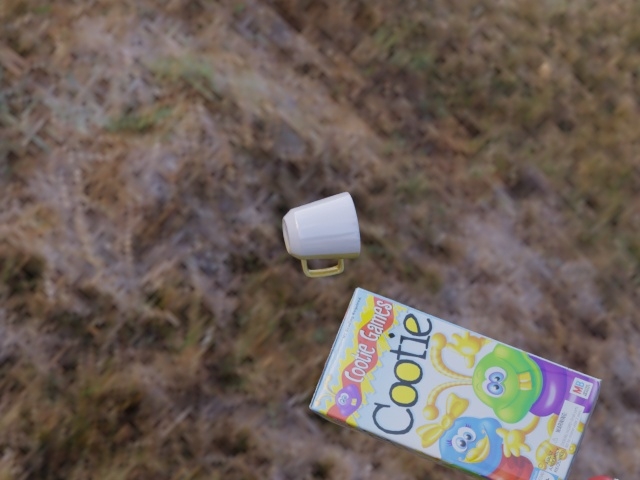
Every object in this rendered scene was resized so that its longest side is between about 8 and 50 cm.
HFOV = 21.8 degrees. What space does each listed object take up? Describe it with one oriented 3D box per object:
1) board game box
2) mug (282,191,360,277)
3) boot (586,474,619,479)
[{"bbox_3d":[0.148,0.173,1.793,0.275,0.142,0.144,21,-7,12],"label":"board game box"},{"bbox_3d":[0.000,-0.002,1.539,0.062,0.064,0.078,-155,-124,-78],"label":"mug"},{"bbox_3d":[0.067,0.195,1.059,0.176,0.244,0.088,49,8,-7],"label":"boot"}]
